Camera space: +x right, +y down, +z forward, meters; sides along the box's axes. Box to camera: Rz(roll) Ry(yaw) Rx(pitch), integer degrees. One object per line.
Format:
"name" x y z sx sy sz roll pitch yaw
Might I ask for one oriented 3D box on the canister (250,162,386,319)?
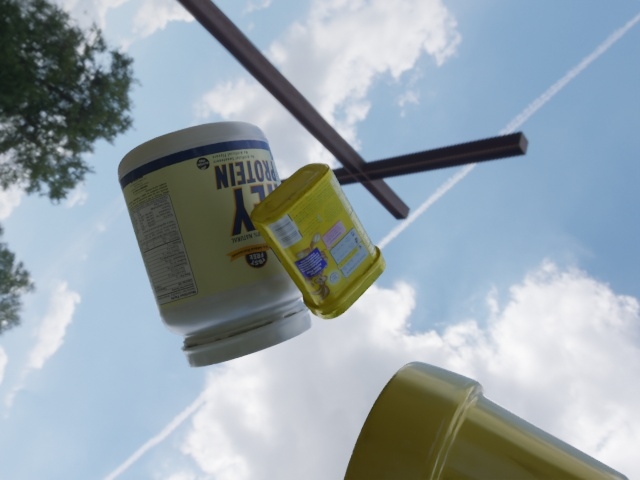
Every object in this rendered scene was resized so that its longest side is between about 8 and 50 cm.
"canister" 0.000 0.000 0.698 0.126 0.169 0.073 -44 -148 -20

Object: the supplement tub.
"supplement tub" -0.153 0.007 0.829 0.236 0.235 0.324 -18 -92 35

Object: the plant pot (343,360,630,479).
"plant pot" 0.175 0.284 0.565 0.239 0.254 0.253 14 -110 30
